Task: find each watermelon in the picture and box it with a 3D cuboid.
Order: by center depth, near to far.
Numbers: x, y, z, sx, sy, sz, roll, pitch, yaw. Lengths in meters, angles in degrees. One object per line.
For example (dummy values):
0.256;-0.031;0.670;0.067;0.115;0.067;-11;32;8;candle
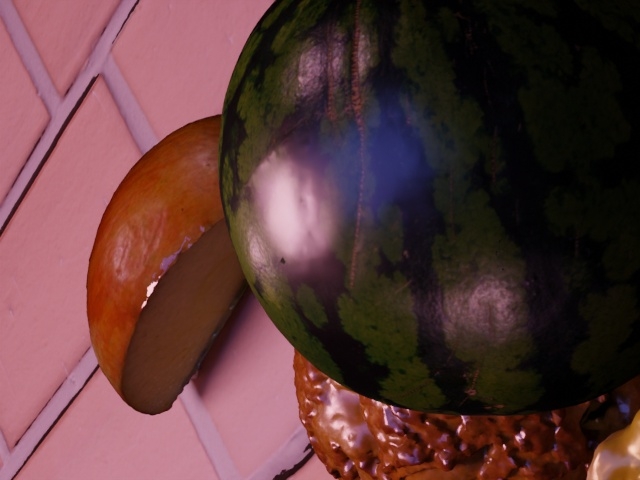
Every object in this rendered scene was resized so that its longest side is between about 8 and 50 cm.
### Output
0.081;-0.041;0.580;0.285;0.285;0.285;3;94;44;watermelon

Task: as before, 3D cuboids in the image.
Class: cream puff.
0.102;0.109;0.798;0.303;0.212;0.303;13;107;46;cream puff

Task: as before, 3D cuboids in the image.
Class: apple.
-0.156;0.022;1.082;0.346;0.179;0.254;-57;12;24;apple

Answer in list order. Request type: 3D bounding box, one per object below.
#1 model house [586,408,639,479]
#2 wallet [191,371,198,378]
0.275;0.150;0.651;0.175;0.193;0.234;53;128;27;model house
-0.195;0.079;1.208;0.124;0.032;0.183;-4;88;42;wallet
